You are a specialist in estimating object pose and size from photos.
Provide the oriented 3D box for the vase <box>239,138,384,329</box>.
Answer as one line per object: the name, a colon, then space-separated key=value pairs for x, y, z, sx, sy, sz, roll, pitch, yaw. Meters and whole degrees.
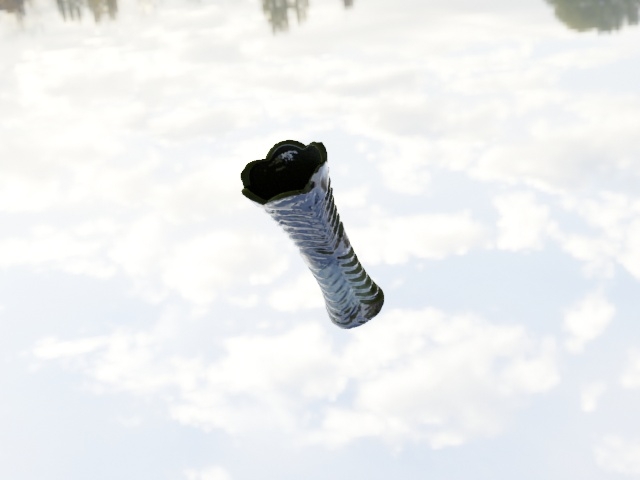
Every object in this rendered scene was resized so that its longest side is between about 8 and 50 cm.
vase: x=0.000 y=0.000 z=1.432 sx=0.115 sy=0.237 sz=0.115 roll=-17 pitch=-142 yaw=14
